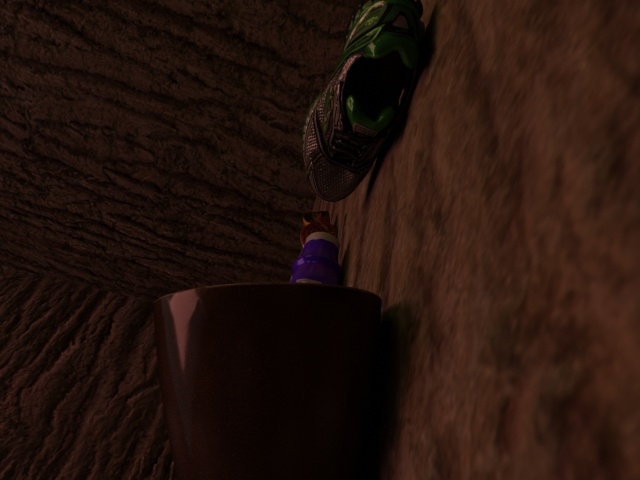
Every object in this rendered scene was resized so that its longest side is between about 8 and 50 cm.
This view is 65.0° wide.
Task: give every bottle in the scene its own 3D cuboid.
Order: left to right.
[{"bbox_3d":[-0.016,0.108,0.857,0.118,0.092,0.282,104,178,-49],"label":"bottle"}]

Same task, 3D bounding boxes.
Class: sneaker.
[{"bbox_3d":[0.000,0.000,1.246,0.225,0.088,0.092,-85,-10,-68],"label":"sneaker"},{"bbox_3d":[0.046,-0.181,0.740,0.343,0.134,0.146,109,173,-47],"label":"sneaker"}]

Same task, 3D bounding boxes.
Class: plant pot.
[{"bbox_3d":[-0.045,0.172,0.453,0.215,0.216,0.230,116,153,-71],"label":"plant pot"}]
